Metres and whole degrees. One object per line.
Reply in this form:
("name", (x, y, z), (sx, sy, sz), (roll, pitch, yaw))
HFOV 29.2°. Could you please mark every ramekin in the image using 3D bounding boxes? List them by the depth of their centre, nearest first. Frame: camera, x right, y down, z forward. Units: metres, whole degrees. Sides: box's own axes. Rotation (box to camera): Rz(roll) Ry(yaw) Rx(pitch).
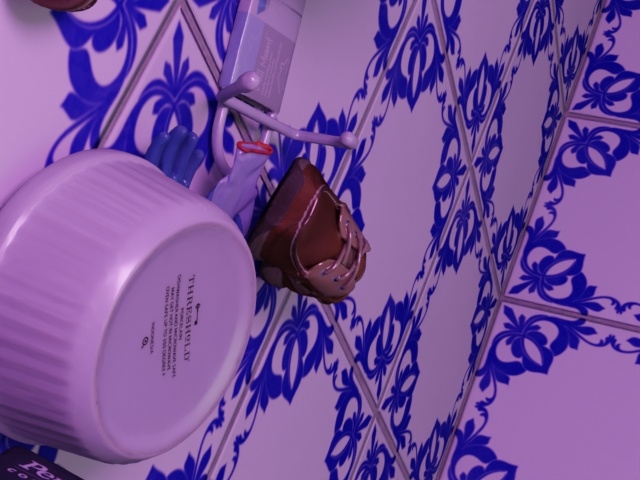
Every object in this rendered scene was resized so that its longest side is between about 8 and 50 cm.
("ramekin", (-0.167, 0.065, 1.050), (0.273, 0.127, 0.273), (-35, 135, -45))

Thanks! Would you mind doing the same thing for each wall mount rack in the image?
("wall mount rack", (-0.031, -0.232, 1.272), (0.304, 0.130, 0.350), (19, 83, -65))

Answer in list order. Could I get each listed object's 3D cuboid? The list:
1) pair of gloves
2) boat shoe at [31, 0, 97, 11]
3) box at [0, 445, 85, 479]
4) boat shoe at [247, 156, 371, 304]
("pair of gloves", (-0.131, -0.035, 1.195), (0.198, 0.023, 0.159), (6, 115, -51))
("boat shoe", (-0.179, -0.305, 0.946), (0.095, 0.095, 0.258), (-33, 139, -78))
("box", (-0.151, 0.370, 0.644), (0.298, 0.479, 0.471), (-67, 163, 6))
("boat shoe", (0.000, 0.000, 1.368), (0.123, 0.119, 0.324), (-61, 173, -8))
